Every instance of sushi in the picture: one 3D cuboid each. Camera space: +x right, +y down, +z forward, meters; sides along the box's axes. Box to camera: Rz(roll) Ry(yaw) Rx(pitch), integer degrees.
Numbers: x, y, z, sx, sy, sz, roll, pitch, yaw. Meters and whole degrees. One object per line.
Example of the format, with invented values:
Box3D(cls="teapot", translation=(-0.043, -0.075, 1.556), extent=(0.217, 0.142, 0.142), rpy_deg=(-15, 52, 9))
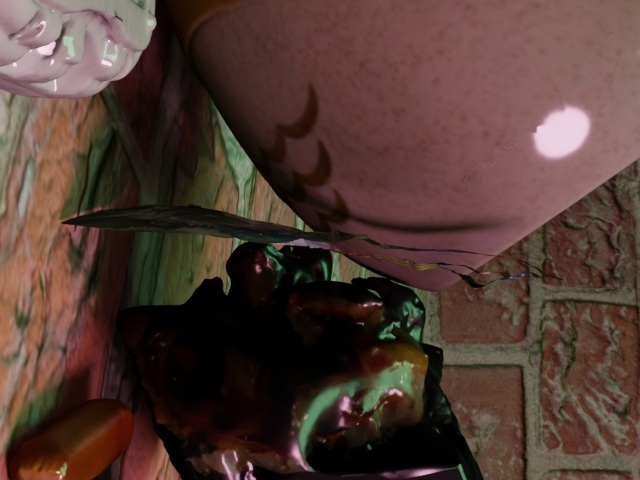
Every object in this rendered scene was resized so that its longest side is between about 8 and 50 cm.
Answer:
Box3D(cls="sushi", translation=(-0.025, 0.110, 0.931), extent=(0.227, 0.215, 0.212), rpy_deg=(-98, 166, -56))

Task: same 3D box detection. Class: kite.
Box3D(cls="kite", translation=(0.000, -0.002, 0.886), extent=(0.169, 0.310, 0.015), rpy_deg=(-14, 111, -72))

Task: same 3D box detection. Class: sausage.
Box3D(cls="sausage", translation=(-0.148, 0.125, 0.823), extent=(0.131, 0.039, 0.041), rpy_deg=(-31, 128, -78))

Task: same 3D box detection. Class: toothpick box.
Box3D(cls="toothpick box", translation=(0.087, -0.216, 1.032), extent=(0.425, 0.409, 0.409), rpy_deg=(55, 10, 3))

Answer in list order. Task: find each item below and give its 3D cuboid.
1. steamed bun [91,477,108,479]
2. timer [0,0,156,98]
Box3D(cls="steamed bun", translation=(-0.113, 0.231, 0.839), extent=(0.183, 0.106, 0.183), rpy_deg=(-1, 90, -79))
Box3D(cls="timer", translation=(-0.143, -0.197, 0.692), extent=(0.262, 0.087, 0.237), rpy_deg=(12, 79, -80))
